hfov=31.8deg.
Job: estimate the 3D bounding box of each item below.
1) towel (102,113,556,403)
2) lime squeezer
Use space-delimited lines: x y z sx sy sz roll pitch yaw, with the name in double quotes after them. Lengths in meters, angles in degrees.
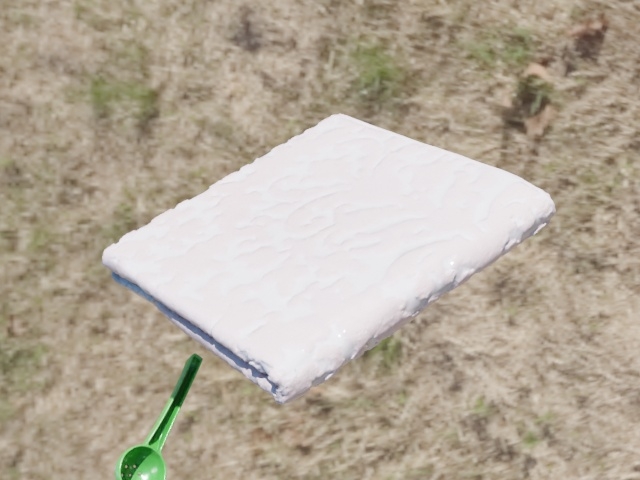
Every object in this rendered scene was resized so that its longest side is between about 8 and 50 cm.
0.000 0.000 1.077 0.317 0.332 0.053 26 140 46 "towel"
-0.165 0.250 1.144 0.110 0.059 0.310 -28 28 15 "lime squeezer"
